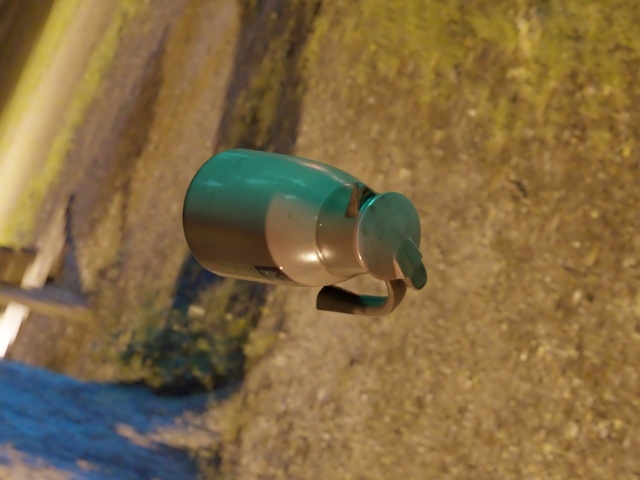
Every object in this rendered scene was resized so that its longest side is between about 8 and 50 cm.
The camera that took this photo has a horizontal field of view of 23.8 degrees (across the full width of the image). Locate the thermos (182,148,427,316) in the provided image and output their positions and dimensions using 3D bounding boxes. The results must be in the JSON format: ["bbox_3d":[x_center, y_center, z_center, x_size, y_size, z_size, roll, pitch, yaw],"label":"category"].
[{"bbox_3d":[0.000,0.000,1.169,0.193,0.137,0.105,8,42,47],"label":"thermos"}]
